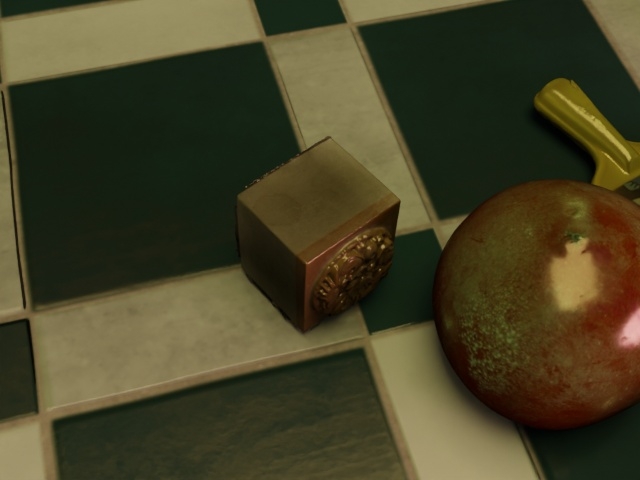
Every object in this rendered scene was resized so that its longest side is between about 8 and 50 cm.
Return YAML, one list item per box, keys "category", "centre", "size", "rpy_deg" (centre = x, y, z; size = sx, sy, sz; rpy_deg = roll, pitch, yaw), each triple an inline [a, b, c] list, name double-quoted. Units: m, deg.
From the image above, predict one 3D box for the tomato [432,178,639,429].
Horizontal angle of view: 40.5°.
- category: "tomato"
  centre: [0.255, 0.058, 0.924]
  size: [0.270, 0.223, 0.270]
  rpy_deg: [0, 54, 0]

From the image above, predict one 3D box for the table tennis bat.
- category: "table tennis bat"
  centre: [0.415, -0.079, 1.119]
  size: [0.224, 0.054, 0.369]
  rpy_deg: [-28, 66, -22]

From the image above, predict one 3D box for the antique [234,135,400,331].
- category: "antique"
  centre: [0.000, 0.000, 0.991]
  size: [0.146, 0.152, 0.148]
  rpy_deg: [-35, 62, -24]
